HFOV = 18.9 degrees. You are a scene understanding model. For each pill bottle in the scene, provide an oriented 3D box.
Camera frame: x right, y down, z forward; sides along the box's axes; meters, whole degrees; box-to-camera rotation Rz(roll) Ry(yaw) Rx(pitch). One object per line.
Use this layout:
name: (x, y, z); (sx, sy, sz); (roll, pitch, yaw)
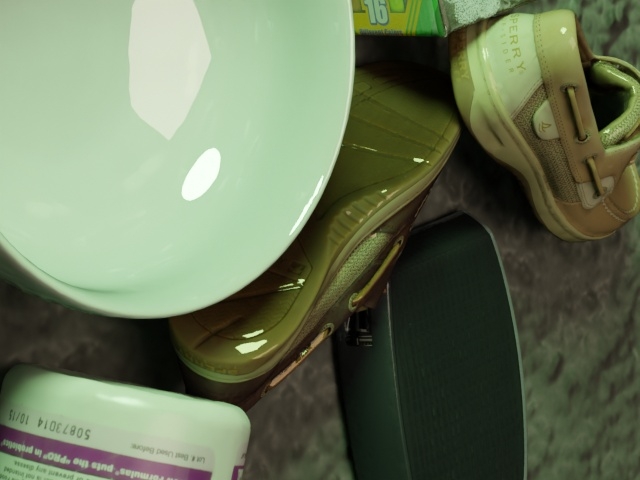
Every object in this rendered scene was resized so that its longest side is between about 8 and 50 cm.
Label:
pill bottle: (-0.154, 0.241, 1.247); (0.169, 0.169, 0.301); (16, 84, -44)

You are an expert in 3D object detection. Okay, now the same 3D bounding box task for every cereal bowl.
cereal bowl: (-0.143, -0.122, 1.230); (0.339, 0.141, 0.339); (-8, 101, -43)

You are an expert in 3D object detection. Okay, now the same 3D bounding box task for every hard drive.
hard drive: (0.095, 0.118, 1.547); (0.172, 0.054, 0.254); (-22, 110, -40)

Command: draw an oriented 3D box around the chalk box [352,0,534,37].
chalk box: (0.069, -0.268, 1.423); (0.132, 0.132, 0.213); (-25, 111, -38)

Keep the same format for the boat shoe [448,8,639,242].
boat shoe: (0.210, -0.086, 1.535); (0.341, 0.110, 0.121); (32, 47, -61)

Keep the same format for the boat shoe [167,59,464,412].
boat shoe: (0.000, 0.000, 1.420); (0.342, 0.123, 0.123); (-55, 160, -37)
